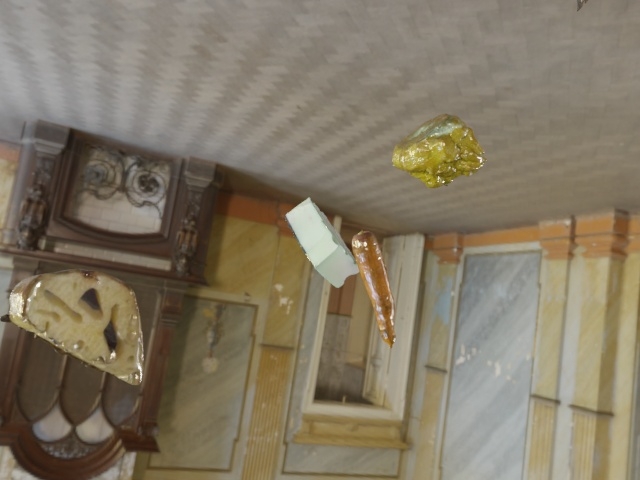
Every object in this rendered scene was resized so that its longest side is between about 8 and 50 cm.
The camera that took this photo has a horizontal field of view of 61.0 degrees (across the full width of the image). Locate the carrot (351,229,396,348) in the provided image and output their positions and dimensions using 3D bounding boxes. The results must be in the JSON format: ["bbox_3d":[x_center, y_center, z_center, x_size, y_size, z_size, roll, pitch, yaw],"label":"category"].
[{"bbox_3d":[0.116,0.097,1.103,0.059,0.248,0.059,-16,-177,1],"label":"carrot"}]

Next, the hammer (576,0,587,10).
[{"bbox_3d":[0.577,-0.642,1.376,0.137,0.037,0.290,38,-166,-19],"label":"hammer"}]

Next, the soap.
[{"bbox_3d":[0.000,0.000,1.422,0.145,0.091,0.230,47,-173,-37],"label":"soap"}]

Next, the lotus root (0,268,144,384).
[{"bbox_3d":[-0.416,0.138,0.978,0.260,0.170,0.074,34,147,-32],"label":"lotus root"}]

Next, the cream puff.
[{"bbox_3d":[0.211,-0.151,0.962,0.116,0.146,0.146,50,158,-16],"label":"cream puff"}]
